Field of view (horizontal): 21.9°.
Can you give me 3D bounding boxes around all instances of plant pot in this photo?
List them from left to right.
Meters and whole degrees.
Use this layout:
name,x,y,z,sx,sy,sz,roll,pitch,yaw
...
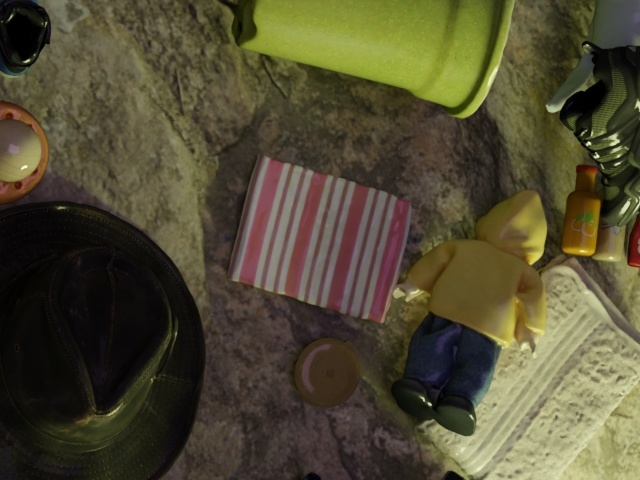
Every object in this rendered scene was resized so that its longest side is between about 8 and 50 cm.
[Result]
name,x,y,z,sx,sy,sz,roll,pitch,yaw
plant pot,0.043,-0.277,1.738,0.254,0.276,0.276,4,87,-12

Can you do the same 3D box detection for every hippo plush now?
name,x,y,z,sx,sy,sz,roll,pitch,yaw
hippo plush,0.371,-0.311,1.929,0.294,0.234,0.236,-28,81,19

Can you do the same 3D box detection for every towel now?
name,x,y,z,sx,sy,sz,roll,pitch,yaw
towel,0.000,0.000,1.822,0.197,0.029,0.144,17,82,-20
towel,0.254,0.169,1.920,0.187,0.049,0.282,46,72,-16

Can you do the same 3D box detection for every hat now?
name,x,y,z,sx,sy,sz,roll,pitch,yaw
hat,-0.224,0.106,1.622,0.331,0.134,0.331,10,71,-31

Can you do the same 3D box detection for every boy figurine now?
name,x,y,z,sx,sy,sz,roll,pitch,yaw
boy figurine,0.170,0.066,1.848,0.177,0.092,0.285,17,66,16

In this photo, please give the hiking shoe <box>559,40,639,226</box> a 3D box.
name,x,y,z,sx,sy,sz,roll,pitch,yaw
hiking shoe,0.320,-0.121,1.835,0.114,0.086,0.227,11,123,9

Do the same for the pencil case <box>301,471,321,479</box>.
name,x,y,z,sx,sy,sz,roll,pitch,yaw
pencil case,-0.045,0.397,1.741,0.306,0.119,0.133,-56,131,-15

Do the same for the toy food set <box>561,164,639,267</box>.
name,x,y,z,sx,sy,sz,roll,pitch,yaw
toy food set,0.404,-0.022,1.948,0.232,0.111,0.104,6,85,7

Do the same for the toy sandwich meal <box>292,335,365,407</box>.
name,x,y,z,sx,sy,sz,roll,pitch,yaw
toy sandwich meal,0.007,0.143,1.822,0.085,0.029,0.085,-1,93,-21

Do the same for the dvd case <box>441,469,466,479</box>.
name,x,y,z,sx,sy,sz,roll,pitch,yaw
dvd case,0.105,0.385,1.806,0.239,0.029,0.179,-52,146,-16

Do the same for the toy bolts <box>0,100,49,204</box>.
name,x,y,z,sx,sy,sz,roll,pitch,yaw
toy bolts,-0.388,-0.118,1.575,0.228,0.158,0.218,-22,98,-23

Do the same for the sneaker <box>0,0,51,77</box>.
name,x,y,z,sx,sy,sz,roll,pitch,yaw
sneaker,-0.301,-0.242,1.657,0.058,0.084,0.152,4,87,-24
